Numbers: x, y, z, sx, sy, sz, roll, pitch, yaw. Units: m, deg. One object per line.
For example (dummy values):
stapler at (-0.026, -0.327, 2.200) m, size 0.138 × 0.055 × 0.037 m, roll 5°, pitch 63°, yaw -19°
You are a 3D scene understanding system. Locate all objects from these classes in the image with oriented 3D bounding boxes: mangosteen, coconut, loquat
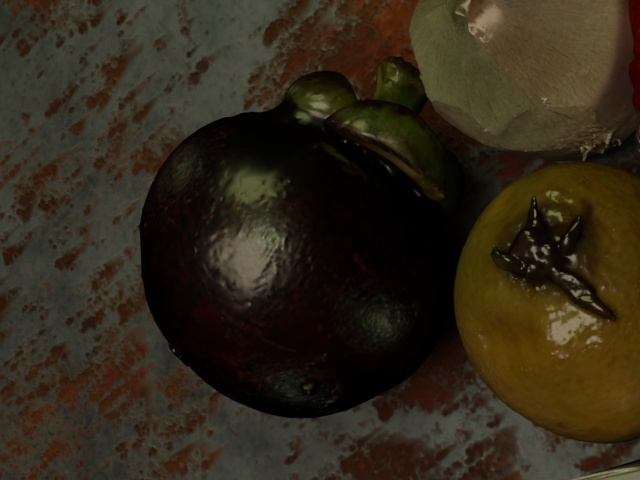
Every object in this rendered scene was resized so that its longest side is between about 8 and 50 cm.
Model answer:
mangosteen at (-0.010, 0.009, 1.462) m, size 0.330 × 0.330 × 0.330 m, roll 0°, pitch 89°, yaw 32°
coconut at (0.183, -0.175, 1.388) m, size 0.224 × 0.234 × 0.224 m, roll 2°, pitch 93°, yaw 32°
loquat at (0.226, 0.048, 1.357) m, size 0.244 × 0.244 × 0.244 m, roll 0°, pitch 89°, yaw 32°

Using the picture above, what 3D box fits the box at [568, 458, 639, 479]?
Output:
box at (0.300, 0.331, 1.328) m, size 0.106 × 0.200 × 0.299 m, roll -18°, pitch 80°, yaw 32°

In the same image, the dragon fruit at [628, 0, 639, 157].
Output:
dragon fruit at (0.384, -0.132, 1.192) m, size 0.386 × 0.249 × 0.371 m, roll 54°, pitch 149°, yaw 28°
